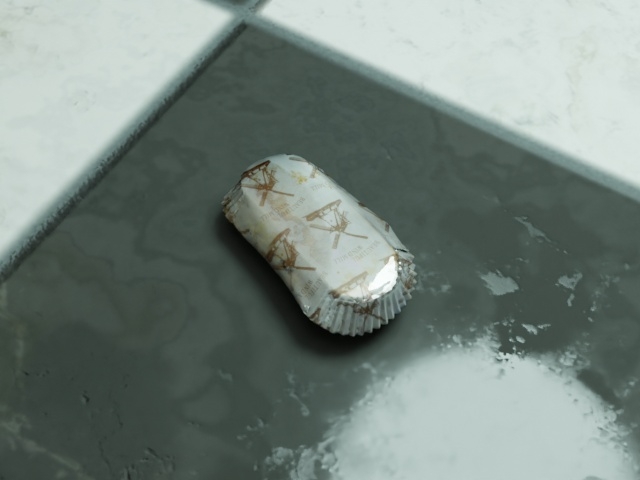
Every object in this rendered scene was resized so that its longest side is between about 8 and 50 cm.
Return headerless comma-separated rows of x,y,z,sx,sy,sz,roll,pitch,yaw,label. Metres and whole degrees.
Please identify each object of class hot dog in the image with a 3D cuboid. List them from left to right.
0.000,0.000,0.904,0.108,0.059,0.191,-29,60,-21,hot dog
